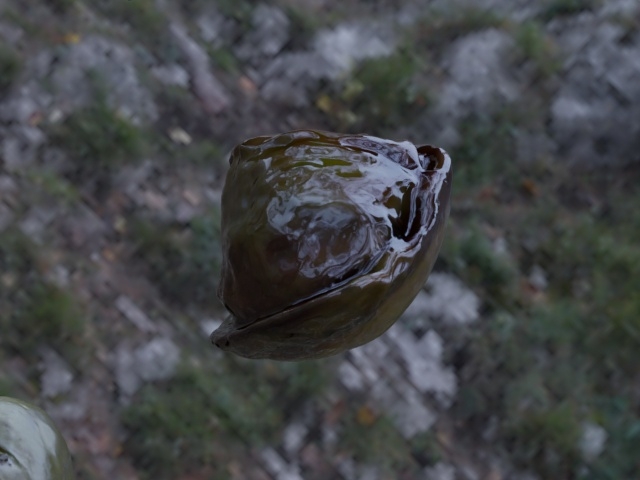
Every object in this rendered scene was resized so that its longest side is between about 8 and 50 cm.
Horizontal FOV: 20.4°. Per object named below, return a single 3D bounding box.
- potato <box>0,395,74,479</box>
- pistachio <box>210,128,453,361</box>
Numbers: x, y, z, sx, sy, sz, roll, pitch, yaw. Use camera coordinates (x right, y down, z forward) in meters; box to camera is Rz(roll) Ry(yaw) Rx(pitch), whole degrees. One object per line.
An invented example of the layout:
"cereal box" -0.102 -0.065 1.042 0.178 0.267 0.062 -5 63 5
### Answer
"potato" -0.282 0.213 1.484 0.137 0.154 0.200 54 19 -9
"pistachio" 0.000 0.000 0.973 0.130 0.165 0.210 44 9 -15
